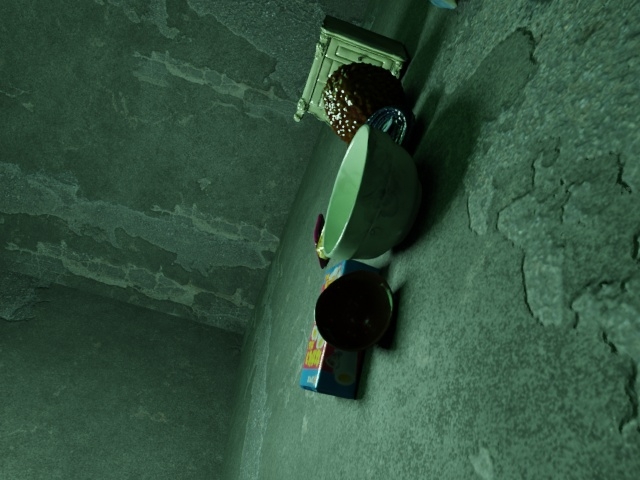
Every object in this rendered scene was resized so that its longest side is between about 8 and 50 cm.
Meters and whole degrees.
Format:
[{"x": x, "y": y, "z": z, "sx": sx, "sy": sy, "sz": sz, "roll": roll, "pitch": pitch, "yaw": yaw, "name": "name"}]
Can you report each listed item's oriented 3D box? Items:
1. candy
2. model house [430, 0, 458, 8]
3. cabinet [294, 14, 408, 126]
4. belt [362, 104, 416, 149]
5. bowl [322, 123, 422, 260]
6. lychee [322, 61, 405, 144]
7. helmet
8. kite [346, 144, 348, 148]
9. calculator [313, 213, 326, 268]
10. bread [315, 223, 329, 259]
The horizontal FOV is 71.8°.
[{"x": 0.045, "y": 0.210, "z": 1.052, "sx": 0.157, "sy": 0.100, "sz": 0.305, "roll": 139, "pitch": 149, "yaw": -67, "name": "candy"}, {"x": 0.267, "y": -0.795, "z": 1.029, "sx": 0.381, "sy": 0.335, "sz": 0.343, "roll": -63, "pitch": 11, "yaw": -10, "name": "model house"}, {"x": 0.095, "y": -0.545, "z": 1.518, "sx": 0.227, "sy": 0.290, "sz": 0.317, "roll": -84, "pitch": 14, "yaw": -54, "name": "cabinet"}, {"x": 0.161, "y": -0.248, "z": 1.146, "sx": 0.128, "sy": 0.122, "sz": 0.218, "roll": -42, "pitch": -18, "yaw": -57, "name": "belt"}, {"x": 0.119, "y": -0.091, "z": 1.002, "sx": 0.307, "sy": 0.164, "sz": 0.306, "roll": -163, "pitch": 90, "yaw": -79, "name": "bowl"}, {"x": 0.124, "y": -0.393, "z": 1.273, "sx": 0.236, "sy": 0.271, "sz": 0.235, "roll": -14, "pitch": 63, "yaw": 29, "name": "lychee"}, {"x": 0.076, "y": 0.154, "z": 0.931, "sx": 0.175, "sy": 0.155, "sz": 0.106, "roll": -65, "pitch": -18, "yaw": -16, "name": "helmet"}, {"x": 0.152, "y": -0.499, "z": 1.878, "sx": 0.183, "sy": 0.014, "sz": 0.241, "roll": -105, "pitch": 33, "yaw": -72, "name": "kite"}, {"x": 0.000, "y": 0.000, "z": 1.631, "sx": 0.190, "sy": 0.034, "sz": 0.126, "roll": -84, "pitch": -16, "yaw": -50, "name": "calculator"}, {"x": 0.075, "y": -0.100, "z": 1.463, "sx": 0.077, "sy": 0.084, "sz": 0.367, "roll": 34, "pitch": 114, "yaw": 32, "name": "bread"}]
